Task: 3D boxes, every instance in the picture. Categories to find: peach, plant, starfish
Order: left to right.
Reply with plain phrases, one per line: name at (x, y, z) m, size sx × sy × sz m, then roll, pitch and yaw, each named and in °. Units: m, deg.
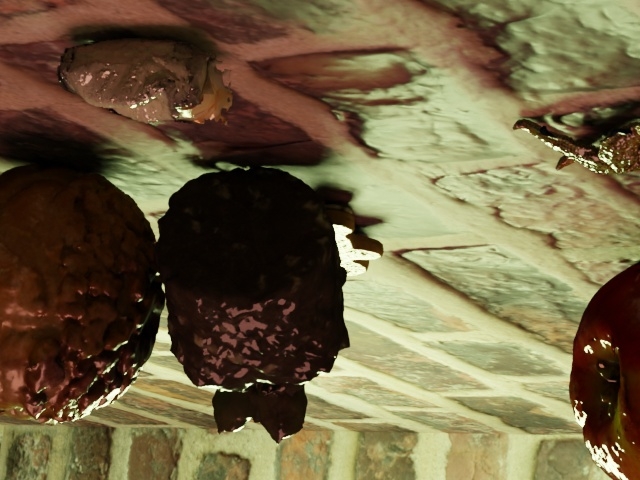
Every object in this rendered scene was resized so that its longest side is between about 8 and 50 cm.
plant at (-0.070, 0.080, 1.893) m, size 0.213 × 0.215 × 0.312 m, roll -9°, pitch 137°, yaw 4°
starfish at (0.300, -0.090, 1.590) m, size 0.176 × 0.053 × 0.208 m, roll 5°, pitch 175°, yaw -39°
peach at (0.519, 0.179, 1.936) m, size 0.416 × 0.339 × 0.353 m, roll 5°, pitch 167°, yaw -14°

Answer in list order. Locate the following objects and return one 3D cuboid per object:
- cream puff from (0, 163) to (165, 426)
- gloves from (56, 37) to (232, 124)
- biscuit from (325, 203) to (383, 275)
cream puff at (-0.301, 0.078, 1.901) m, size 0.231 × 0.327 × 0.343 m, roll 13°, pitch 131°, yaw 1°
gloves at (-0.163, -0.147, 1.500) m, size 0.153 × 0.070 × 0.114 m, roll 2°, pitch 171°, yaw 16°
biscuit at (0.000, -0.002, 2.055) m, size 0.158 × 0.035 × 0.240 m, roll 4°, pitch 165°, yaw 16°
